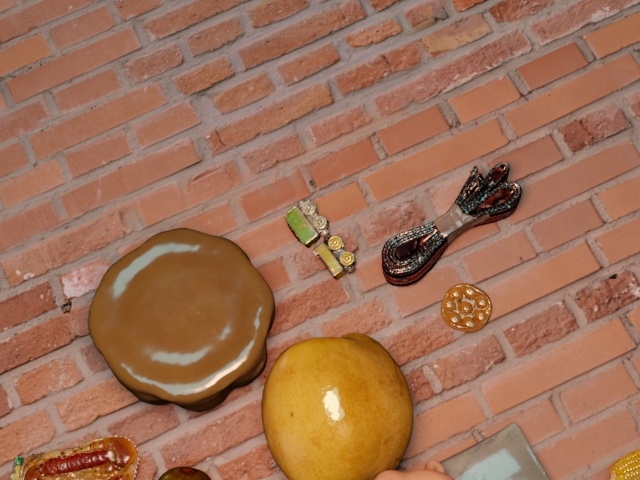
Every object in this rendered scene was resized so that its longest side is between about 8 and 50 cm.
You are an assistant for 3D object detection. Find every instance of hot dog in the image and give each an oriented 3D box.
[{"bbox_3d":[-0.493,0.476,1.874,0.253,0.069,0.131,-9,73,2],"label":"hot dog"}]

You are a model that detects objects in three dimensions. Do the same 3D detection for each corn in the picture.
[{"bbox_3d":[0.664,0.436,1.807,0.206,0.067,0.067,-24,72,-6],"label":"corn"}]

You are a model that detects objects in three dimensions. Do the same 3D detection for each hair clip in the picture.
[{"bbox_3d":[-0.630,0.535,1.884,0.049,0.049,0.173,4,71,5],"label":"hair clip"}]

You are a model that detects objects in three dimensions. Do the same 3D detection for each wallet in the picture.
[{"bbox_3d":[0.347,0.533,1.780,0.251,0.054,0.290,-24,60,-5],"label":"wallet"}]

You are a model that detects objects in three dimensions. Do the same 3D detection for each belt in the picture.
[{"bbox_3d":[0.280,-0.031,1.968,0.359,0.094,0.126,-39,75,-8],"label":"belt"}]

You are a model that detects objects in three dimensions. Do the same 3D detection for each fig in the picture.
[{"bbox_3d":[-0.278,0.571,1.826,0.124,0.124,0.236,4,97,5],"label":"fig"}]

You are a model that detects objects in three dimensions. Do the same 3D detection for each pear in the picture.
[{"bbox_3d":[0.033,0.332,1.767,0.314,0.314,0.314,-1,72,4],"label":"pear"}]

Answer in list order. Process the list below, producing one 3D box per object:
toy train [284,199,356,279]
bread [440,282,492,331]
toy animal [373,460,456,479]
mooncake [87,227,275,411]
[{"bbox_3d":[0.000,0.000,1.998,0.081,0.060,0.202,-37,73,0],"label":"toy train"},{"bbox_3d":[0.311,0.144,1.946,0.110,0.024,0.110,-1,73,5],"label":"bread"},{"bbox_3d":[0.168,0.566,1.680,0.269,0.326,0.237,-26,47,-19],"label":"toy animal"},{"bbox_3d":[-0.275,0.171,1.898,0.378,0.201,0.378,0,69,0],"label":"mooncake"}]
